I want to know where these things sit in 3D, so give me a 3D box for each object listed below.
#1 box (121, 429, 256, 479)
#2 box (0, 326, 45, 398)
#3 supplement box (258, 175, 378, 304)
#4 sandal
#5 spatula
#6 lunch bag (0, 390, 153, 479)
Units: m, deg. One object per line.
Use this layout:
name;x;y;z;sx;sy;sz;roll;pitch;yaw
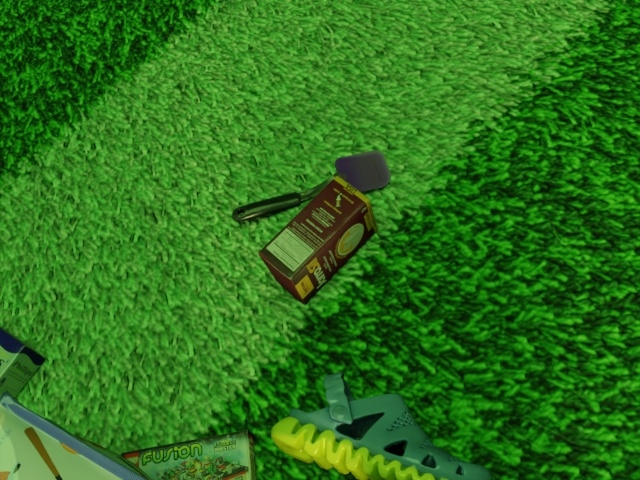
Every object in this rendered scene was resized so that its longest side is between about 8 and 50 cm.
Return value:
box;-0.200;0.362;1.123;0.206;0.036;0.114;-12;59;7
box;-0.572;0.219;1.276;0.126;0.072;0.137;26;69;24
supplement box;0.000;0.000;1.238;0.080;0.104;0.188;38;76;28
sandal;0.090;0.276;1.053;0.317;0.126;0.138;16;62;20
spatula;-0.018;-0.088;1.335;0.296;0.030;0.084;-20;61;2
lunch bag;-0.319;0.438;0.946;0.385;0.239;0.328;29;69;2
